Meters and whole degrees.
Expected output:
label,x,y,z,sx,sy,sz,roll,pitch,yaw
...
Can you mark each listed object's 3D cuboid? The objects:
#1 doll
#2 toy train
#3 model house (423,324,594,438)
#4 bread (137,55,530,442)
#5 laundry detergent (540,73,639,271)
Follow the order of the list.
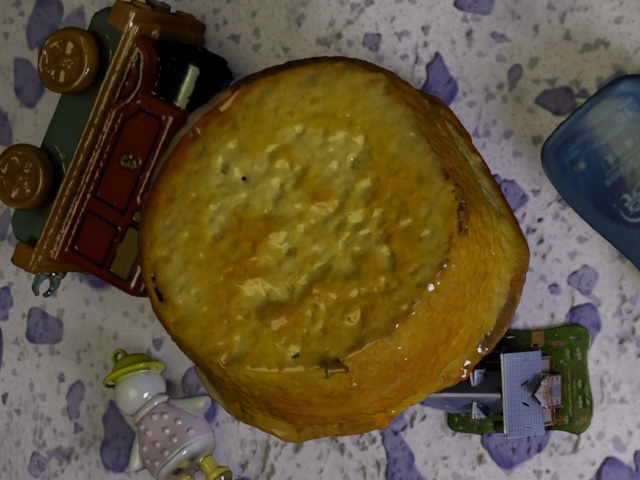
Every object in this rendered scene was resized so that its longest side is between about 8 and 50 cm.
label,x,y,z,sx,sy,sz,roll,pitch,yaw
doll,-0.180,0.205,1.874,0.129,0.081,0.207,-43,68,14
toy train,-0.220,-0.085,1.853,0.231,0.163,0.369,28,102,22
model house,0.180,0.143,1.662,0.167,0.088,0.117,0,90,30
bread,0.000,0.000,1.654,0.398,0.215,0.398,-7,67,18
laundry detergent,0.342,-0.016,1.567,0.143,0.094,0.290,-43,69,19
